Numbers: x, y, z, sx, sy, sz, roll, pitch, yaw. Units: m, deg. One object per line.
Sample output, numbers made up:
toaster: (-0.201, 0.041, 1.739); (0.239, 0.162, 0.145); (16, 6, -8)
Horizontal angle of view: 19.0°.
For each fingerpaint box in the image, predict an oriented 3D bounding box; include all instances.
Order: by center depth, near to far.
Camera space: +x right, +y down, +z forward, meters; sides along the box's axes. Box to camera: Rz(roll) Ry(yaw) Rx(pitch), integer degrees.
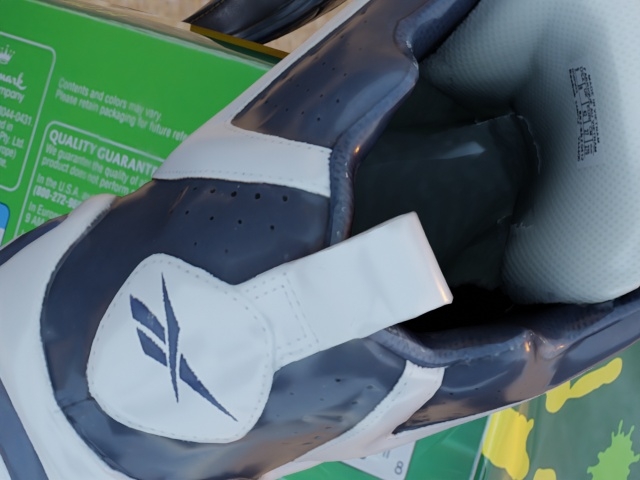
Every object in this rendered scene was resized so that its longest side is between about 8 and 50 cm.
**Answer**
fingerpaint box: (0.000, 0.000, 0.919); (0.371, 0.445, 0.163); (12, 96, -54)

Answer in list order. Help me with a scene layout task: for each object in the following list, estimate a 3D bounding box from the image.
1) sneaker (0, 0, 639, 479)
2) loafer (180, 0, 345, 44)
sneaker: (0.042, -0.016, 0.423); (0.153, 0.235, 0.094); (-22, 89, 42)
loafer: (-0.002, -0.134, 0.852); (0.170, 0.062, 0.061); (-29, 94, 21)
